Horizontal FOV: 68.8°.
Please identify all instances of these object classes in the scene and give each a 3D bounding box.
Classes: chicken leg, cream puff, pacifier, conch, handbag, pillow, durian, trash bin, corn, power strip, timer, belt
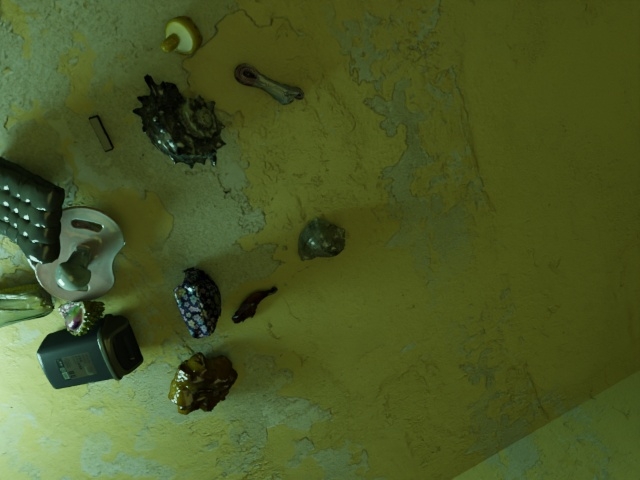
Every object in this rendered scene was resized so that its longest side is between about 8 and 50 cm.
[{"bbox_3d":[-0.254,0.243,1.777,0.205,0.053,0.093,-42,140,10],"label":"chicken leg"},{"bbox_3d":[-0.458,0.548,1.783,0.241,0.155,0.269,31,93,-30],"label":"cream puff"},{"bbox_3d":[-0.755,0.056,1.462,0.220,0.273,0.332,-4,119,-56],"label":"pacifier"},{"bbox_3d":[-0.418,-0.361,1.427,0.313,0.186,0.240,38,69,-8],"label":"conch"},{"bbox_3d":[0.000,0.000,1.747,0.207,0.130,0.155,-30,83,20],"label":"conch"},{"bbox_3d":[-0.414,0.212,1.631,0.127,0.208,0.228,-15,109,5],"label":"handbag"},{"bbox_3d":[-0.854,-0.087,1.340,0.326,0.101,0.228,22,109,23],"label":"pillow"},{"bbox_3d":[-0.774,0.259,1.532,0.119,0.187,0.108,16,65,-52],"label":"durian"},{"bbox_3d":[-0.779,0.380,1.603,0.291,0.182,0.209,-13,115,-6],"label":"trash bin"},{"bbox_3d":[-1.017,0.219,1.490,0.305,0.122,0.123,-15,95,-12],"label":"corn"},{"bbox_3d":[-0.669,-0.327,1.432,0.029,0.038,0.111,-22,117,-9],"label":"power strip"},{"bbox_3d":[-0.408,-0.593,1.366,0.107,0.109,0.107,15,135,15],"label":"timer"},{"bbox_3d":[-0.166,-0.499,1.510,0.232,0.053,0.071,17,97,-22],"label":"belt"}]
